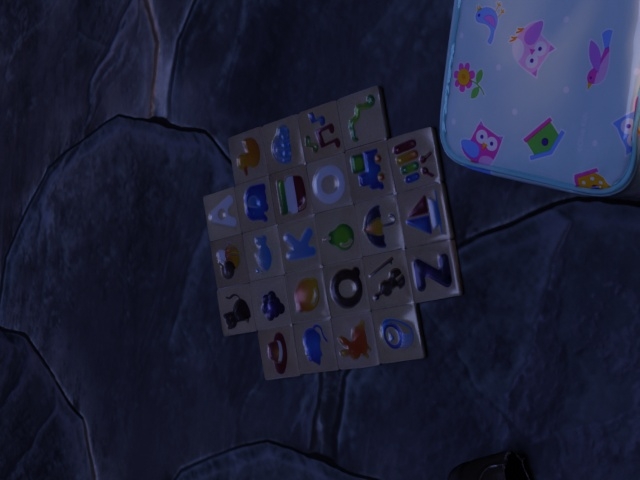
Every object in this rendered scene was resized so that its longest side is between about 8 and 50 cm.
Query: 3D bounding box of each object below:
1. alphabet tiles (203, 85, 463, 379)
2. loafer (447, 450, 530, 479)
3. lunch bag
[{"bbox_3d":[0.000,0.000,1.153,0.343,0.011,0.285,-14,84,41],"label":"alphabet tiles"},{"bbox_3d":[0.194,0.286,0.952,0.078,0.080,0.220,-48,63,33],"label":"loafer"},{"bbox_3d":[0.212,-0.184,0.891,0.224,0.108,0.279,17,101,45],"label":"lunch bag"}]
